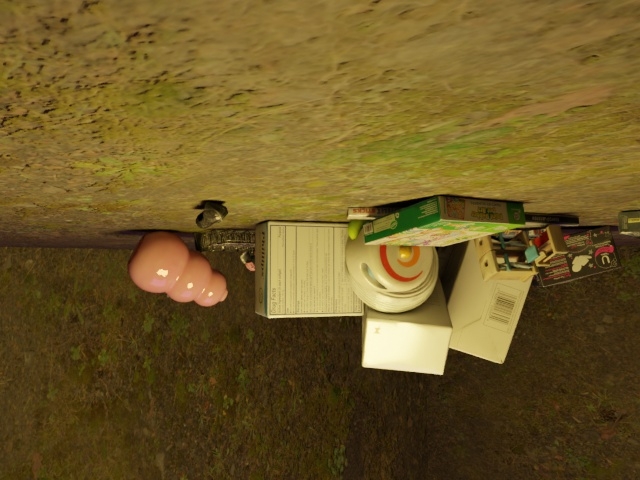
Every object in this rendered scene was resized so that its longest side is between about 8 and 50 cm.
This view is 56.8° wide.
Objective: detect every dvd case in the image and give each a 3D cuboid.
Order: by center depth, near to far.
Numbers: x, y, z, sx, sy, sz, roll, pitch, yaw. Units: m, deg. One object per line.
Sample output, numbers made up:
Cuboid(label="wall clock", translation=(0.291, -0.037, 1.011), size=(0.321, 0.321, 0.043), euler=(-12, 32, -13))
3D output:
Cuboid(label="dvd case", translation=(0.521, -0.048, 1.549), size=(0.239, 0.029, 0.179), euler=(2, 176, -29))

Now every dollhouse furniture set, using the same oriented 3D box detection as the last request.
Cuboid(label="dollhouse furniture set", translation=(0.504, 0.011, 1.511), size=(0.129, 0.129, 0.183), euler=(2, 152, -17))

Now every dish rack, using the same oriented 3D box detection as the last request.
Cuboid(label="dish rack", translation=(-0.296, 0.001, 1.970), size=(0.208, 0.074, 0.271), euler=(0, 175, -25))

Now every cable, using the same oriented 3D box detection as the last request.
Cuboid(label="cable", translation=(0.197, 0.067, 1.607), size=(0.257, 0.257, 0.089), euler=(-6, 149, -16))

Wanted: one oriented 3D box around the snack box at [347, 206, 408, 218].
Cuboid(label="snack box", translation=(0.151, -0.061, 1.346), size=(0.178, 0.022, 0.064), euler=(0, 174, 0))

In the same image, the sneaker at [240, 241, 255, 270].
Cuboid(label="sneaker", translation=(-0.187, 0.075, 2.062), size=(0.131, 0.112, 0.319), euler=(-31, -162, -13))

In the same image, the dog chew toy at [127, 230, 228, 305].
Cuboid(label="dog chew toy", translation=(-0.457, 0.109, 1.950), size=(0.332, 0.206, 0.206), euler=(31, 164, -20))

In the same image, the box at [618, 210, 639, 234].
Cuboid(label="box", translation=(0.856, -0.040, 1.448), size=(0.183, 0.059, 0.233), euler=(-5, 175, 39))

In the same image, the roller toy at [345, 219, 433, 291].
Cuboid(label="roller toy", translation=(0.174, 0.030, 1.450), size=(0.209, 0.191, 0.146), euler=(2, 175, -29))

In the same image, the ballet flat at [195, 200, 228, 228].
Cuboid(label="ballet flat", translation=(-0.238, -0.060, 1.267), size=(0.049, 0.057, 0.173), euler=(43, 160, -15))

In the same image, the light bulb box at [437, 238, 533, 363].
Cuboid(label="light bulb box", translation=(0.491, 0.171, 1.937), size=(0.225, 0.358, 0.361), euler=(19, -179, -2))

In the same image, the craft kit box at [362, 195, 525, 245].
Cuboid(label="craft kit box", translation=(0.263, -0.036, 1.285), size=(0.247, 0.061, 0.250), euler=(-2, 170, -32))

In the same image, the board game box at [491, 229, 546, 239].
Cuboid(label="board game box", translation=(0.617, -0.024, 1.830), size=(0.165, 0.042, 0.243), euler=(-1, 176, 11))

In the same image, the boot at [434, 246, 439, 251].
Cuboid(label="boot", translation=(0.341, 0.080, 2.131), size=(0.246, 0.207, 0.094), euler=(-3, -172, -23))

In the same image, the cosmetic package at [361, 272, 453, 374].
Cuboid(label="cosmetic package", translation=(0.242, 0.194, 1.770), size=(0.230, 0.161, 0.453), euler=(6, -157, 2))

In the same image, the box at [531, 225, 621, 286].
Cuboid(label="box", translation=(0.795, 0.055, 1.901), size=(0.247, 0.142, 0.163), euler=(-14, 175, 4))

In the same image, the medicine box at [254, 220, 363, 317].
Cuboid(label="medicine box", translation=(-0.032, 0.082, 1.696), size=(0.289, 0.263, 0.149), euler=(1, 177, -18))
